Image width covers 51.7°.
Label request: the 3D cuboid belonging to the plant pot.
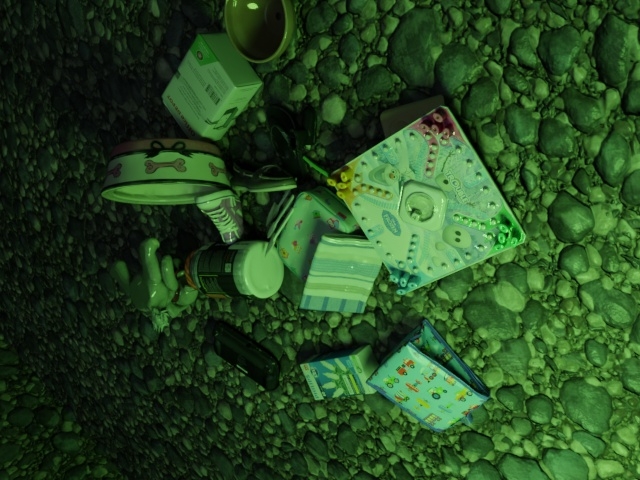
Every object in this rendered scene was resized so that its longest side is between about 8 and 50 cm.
[{"bbox_3d":[-0.147,-0.617,1.828,0.237,0.109,0.237,16,116,35],"label":"plant pot"}]

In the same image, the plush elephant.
[{"bbox_3d":[-0.555,0.156,2.413,0.272,0.255,0.330,-38,74,33],"label":"plush elephant"}]

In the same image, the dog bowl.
[{"bbox_3d":[-0.487,-0.216,2.103,0.408,0.408,0.151,-7,83,42],"label":"dog bowl"}]

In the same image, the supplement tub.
[{"bbox_3d":[-0.291,0.097,2.182,0.316,0.193,0.194,-1,107,40],"label":"supplement tub"}]

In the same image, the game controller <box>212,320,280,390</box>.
[{"bbox_3d":[-0.273,0.419,2.400,0.319,0.067,0.167,28,138,29],"label":"game controller"}]

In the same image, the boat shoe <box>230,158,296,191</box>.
[{"bbox_3d":[-0.184,-0.199,1.993,0.335,0.112,0.096,9,106,57],"label":"boat shoe"}]

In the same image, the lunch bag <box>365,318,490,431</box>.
[{"bbox_3d":[0.316,0.410,1.858,0.293,0.138,0.221,43,128,7],"label":"lunch bag"}]

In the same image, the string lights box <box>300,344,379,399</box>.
[{"bbox_3d":[0.068,0.419,2.090,0.259,0.076,0.133,-20,95,43],"label":"string lights box"}]

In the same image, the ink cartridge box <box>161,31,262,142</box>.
[{"bbox_3d":[-0.343,-0.466,2.045,0.211,0.121,0.289,56,133,8],"label":"ink cartridge box"}]

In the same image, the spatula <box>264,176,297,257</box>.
[{"bbox_3d":[-0.125,-0.077,2.008,0.019,0.168,0.242,17,141,-15],"label":"spatula"}]

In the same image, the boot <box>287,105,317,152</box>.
[{"bbox_3d":[-0.054,-0.315,1.878,0.045,0.099,0.121,12,115,35],"label":"boot"}]

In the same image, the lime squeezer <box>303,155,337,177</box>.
[{"bbox_3d":[0.066,-0.197,1.856,0.310,0.059,0.110,0,107,41],"label":"lime squeezer"}]

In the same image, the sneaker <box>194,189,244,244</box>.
[{"bbox_3d":[-0.300,-0.070,2.073,0.102,0.282,0.161,-13,85,14],"label":"sneaker"}]

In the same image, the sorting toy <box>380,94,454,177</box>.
[{"bbox_3d":[0.256,-0.250,1.691,0.193,0.038,0.208,-8,98,42],"label":"sorting toy"}]

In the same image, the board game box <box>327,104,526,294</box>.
[{"bbox_3d":[0.254,-0.083,1.682,0.390,0.050,0.390,-29,97,37],"label":"board game box"}]

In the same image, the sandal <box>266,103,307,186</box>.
[{"bbox_3d":[-0.102,-0.283,1.962,0.097,0.054,0.255,-11,100,42],"label":"sandal"}]

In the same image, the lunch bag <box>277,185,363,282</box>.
[{"bbox_3d":[0.000,0.000,1.957,0.224,0.108,0.279,39,128,20],"label":"lunch bag"}]

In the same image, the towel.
[{"bbox_3d":[0.067,0.100,1.898,0.034,0.209,0.285,-104,26,-50],"label":"towel"}]
